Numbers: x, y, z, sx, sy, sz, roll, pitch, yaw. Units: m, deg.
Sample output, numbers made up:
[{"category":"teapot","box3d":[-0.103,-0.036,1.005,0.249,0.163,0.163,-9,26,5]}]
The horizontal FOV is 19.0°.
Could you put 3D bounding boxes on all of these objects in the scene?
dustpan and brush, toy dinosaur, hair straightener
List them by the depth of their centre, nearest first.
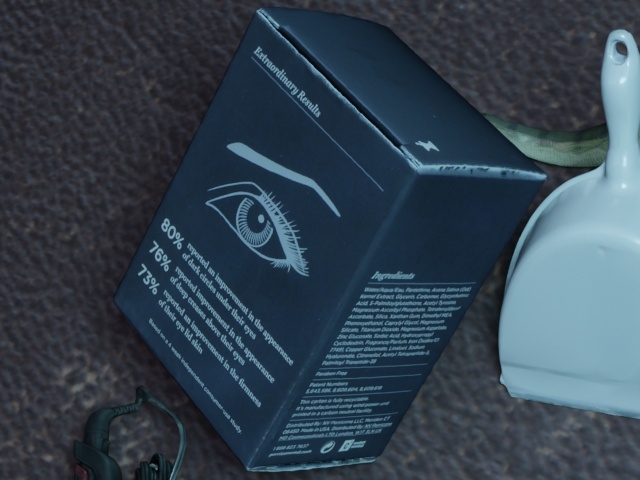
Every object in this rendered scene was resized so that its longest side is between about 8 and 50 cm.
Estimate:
[{"category":"dustpan and brush","box3d":[0.159,-0.007,1.005,0.147,0.211,0.060,8,38,27]},{"category":"toy dinosaur","box3d":[0.216,-0.053,1.066,0.268,0.064,0.118,-16,59,24]},{"category":"hair straightener","box3d":[-0.104,0.187,1.095,0.089,0.047,0.230,-9,57,19]}]

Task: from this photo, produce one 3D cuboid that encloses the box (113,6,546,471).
[{"category":"box","box3d":[0.000,0.000,1.048,0.153,0.108,0.207,48,120,34]}]
